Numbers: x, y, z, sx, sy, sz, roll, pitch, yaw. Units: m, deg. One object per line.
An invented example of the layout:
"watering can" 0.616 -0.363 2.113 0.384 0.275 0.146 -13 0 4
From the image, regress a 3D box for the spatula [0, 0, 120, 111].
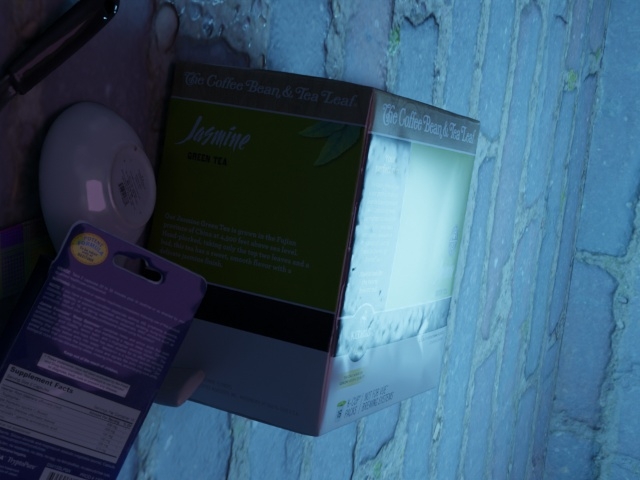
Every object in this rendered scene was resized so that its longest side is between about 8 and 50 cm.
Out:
"spatula" -0.237 -0.102 0.751 0.296 0.030 0.084 -59 146 -34

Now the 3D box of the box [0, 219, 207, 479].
"box" -0.194 0.106 0.813 0.136 0.036 0.225 29 86 -34

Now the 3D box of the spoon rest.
"spoon rest" -0.180 0.015 0.883 0.137 0.084 0.277 -47 128 -59

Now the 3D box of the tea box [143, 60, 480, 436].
"tea box" 0.000 0.000 1.066 0.329 0.219 0.324 0 101 -65

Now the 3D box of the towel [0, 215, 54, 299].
"towel" -0.243 0.014 0.813 0.083 0.009 0.060 -27 125 -58
